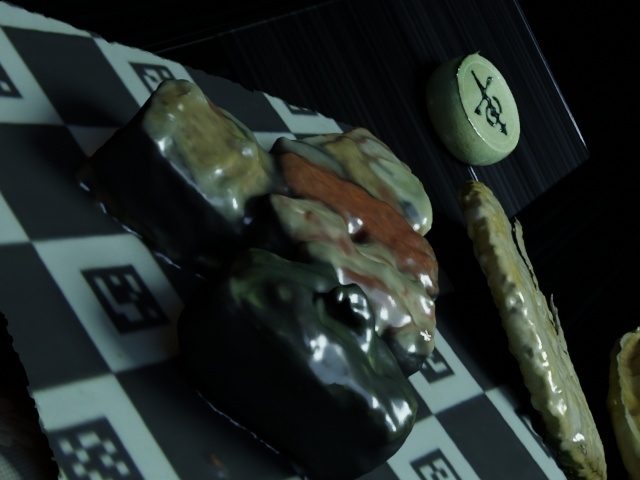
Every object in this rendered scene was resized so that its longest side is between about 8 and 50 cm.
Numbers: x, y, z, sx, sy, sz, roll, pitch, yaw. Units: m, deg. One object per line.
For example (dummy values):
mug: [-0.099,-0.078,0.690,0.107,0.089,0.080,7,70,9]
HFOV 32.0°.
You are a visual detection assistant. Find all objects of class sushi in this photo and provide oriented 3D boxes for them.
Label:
sushi: [0.000,0.000,0.521,0.339,0.069,0.320,13,41,-47]

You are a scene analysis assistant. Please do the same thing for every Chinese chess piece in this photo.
Chinese chess piece: [0.114,-0.096,0.825,0.084,0.034,0.084,25,55,-41]

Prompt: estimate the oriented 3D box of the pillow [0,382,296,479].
pillow: [-0.072,0.106,0.423,0.255,0.059,0.169,15,26,-39]

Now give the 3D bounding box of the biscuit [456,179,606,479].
biscuit: [0.137,0.058,0.714,0.220,0.033,0.220,61,14,-26]

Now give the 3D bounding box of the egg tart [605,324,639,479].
egg tart: [0.369,0.151,0.827,0.341,0.129,0.341,13,39,-11]
